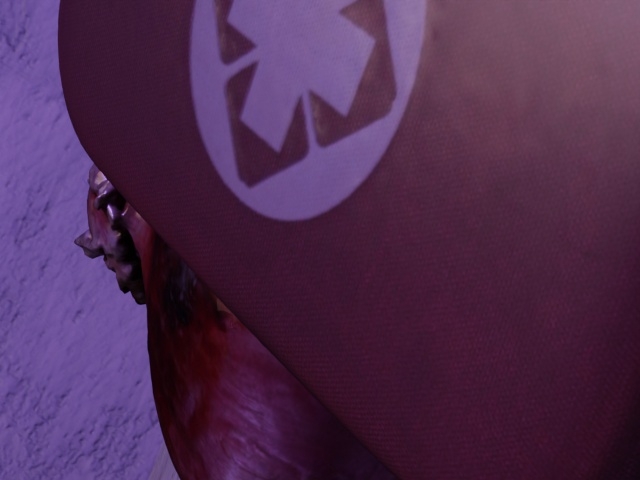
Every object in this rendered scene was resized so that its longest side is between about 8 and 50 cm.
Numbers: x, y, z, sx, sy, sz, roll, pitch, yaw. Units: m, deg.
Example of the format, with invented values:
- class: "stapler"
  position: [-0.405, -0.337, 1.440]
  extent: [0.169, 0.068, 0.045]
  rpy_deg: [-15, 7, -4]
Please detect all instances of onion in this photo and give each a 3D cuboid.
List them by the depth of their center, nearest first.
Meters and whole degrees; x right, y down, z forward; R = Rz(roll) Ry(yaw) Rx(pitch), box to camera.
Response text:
- class: "onion"
  position: [0.000, 0.000, 0.962]
  extent: [0.347, 0.286, 0.347]
  rpy_deg: [15, -90, -80]

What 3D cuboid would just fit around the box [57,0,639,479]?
- class: "box"
  position: [0.036, -0.070, 0.659]
  extent: [0.404, 0.108, 0.263]
  rpy_deg: [42, 119, 45]
